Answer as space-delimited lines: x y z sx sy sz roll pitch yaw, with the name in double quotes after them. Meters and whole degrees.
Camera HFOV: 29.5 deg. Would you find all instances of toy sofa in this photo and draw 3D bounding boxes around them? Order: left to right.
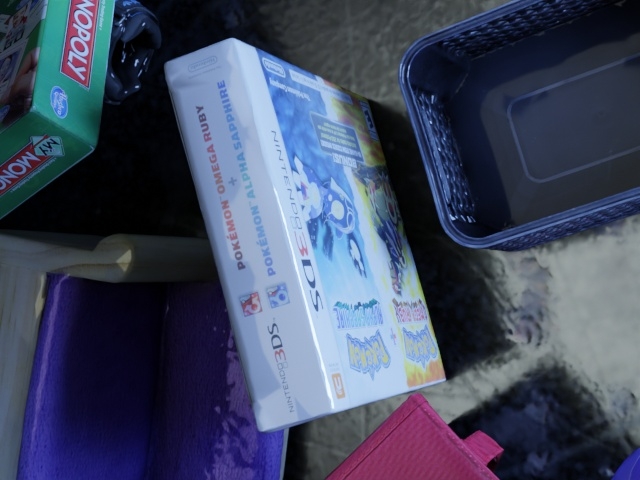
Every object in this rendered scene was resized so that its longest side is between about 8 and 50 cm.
-0.125 0.174 0.738 0.177 0.150 0.363 9 92 23 "toy sofa"

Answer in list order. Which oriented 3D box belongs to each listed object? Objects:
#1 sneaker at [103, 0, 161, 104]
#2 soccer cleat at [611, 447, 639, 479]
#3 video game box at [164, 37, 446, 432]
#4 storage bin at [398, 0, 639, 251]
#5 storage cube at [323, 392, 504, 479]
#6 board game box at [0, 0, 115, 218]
-0.136 -0.165 0.802 0.084 0.058 0.152 18 96 24 "sneaker"
0.081 0.222 0.469 0.116 0.108 0.318 15 84 9 "soccer cleat"
0.000 0.000 0.663 0.048 0.205 0.187 -16 83 20 "video game box"
0.148 -0.074 0.670 0.180 0.084 0.122 -19 81 20 "storage bin"
0.056 0.221 0.625 0.215 0.184 0.193 -45 73 -3 "storage cube"
-0.245 -0.075 0.758 0.317 0.046 0.214 -29 45 33 "board game box"
